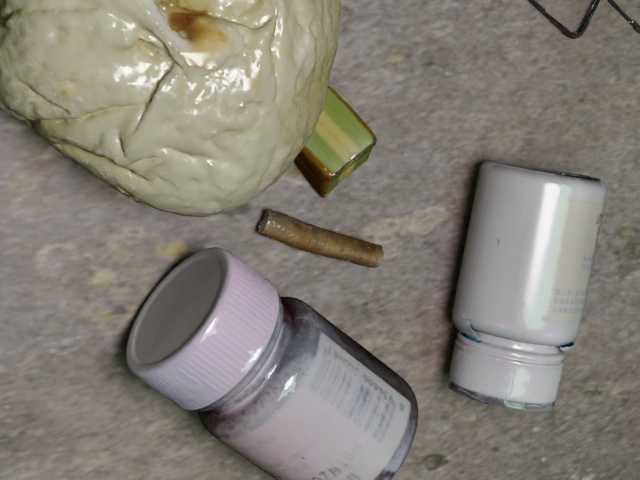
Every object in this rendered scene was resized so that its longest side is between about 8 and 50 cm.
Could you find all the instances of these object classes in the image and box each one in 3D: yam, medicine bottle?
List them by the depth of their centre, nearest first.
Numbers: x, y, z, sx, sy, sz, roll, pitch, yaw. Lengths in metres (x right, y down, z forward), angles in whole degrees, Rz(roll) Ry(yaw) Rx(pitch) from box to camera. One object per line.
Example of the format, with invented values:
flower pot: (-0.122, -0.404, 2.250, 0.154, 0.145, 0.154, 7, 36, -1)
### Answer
medicine bottle: (-0.045, 0.140, 1.382, 0.273, 0.165, 0.165, 39, 82, -26)
yam: (0.000, 0.000, 1.451, 0.145, 0.032, 0.032, 17, 92, -28)
medicine bottle: (0.221, 0.047, 1.511, 0.143, 0.143, 0.258, 7, 96, -28)

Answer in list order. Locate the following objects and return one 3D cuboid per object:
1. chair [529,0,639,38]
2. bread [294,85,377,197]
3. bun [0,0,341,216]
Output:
chair: (0.326, -0.342, 1.490, 0.145, 0.140, 0.221, 38, 81, -29)
bread: (-0.016, -0.123, 1.429, 0.074, 0.084, 0.139, -43, 85, -13)
bun: (-0.128, -0.191, 1.233, 0.349, 0.227, 0.353, -7, 102, -26)
